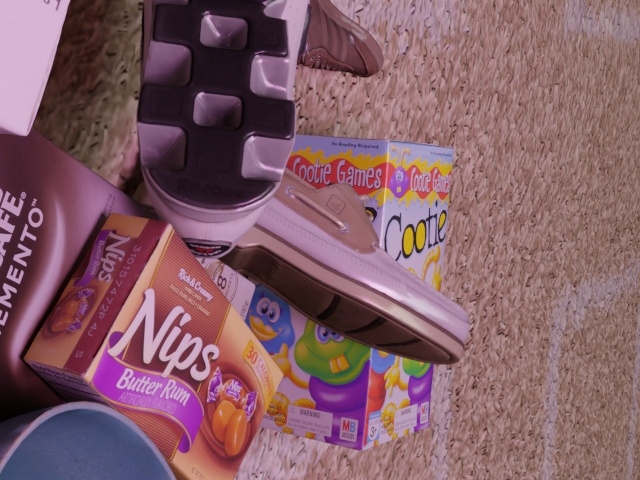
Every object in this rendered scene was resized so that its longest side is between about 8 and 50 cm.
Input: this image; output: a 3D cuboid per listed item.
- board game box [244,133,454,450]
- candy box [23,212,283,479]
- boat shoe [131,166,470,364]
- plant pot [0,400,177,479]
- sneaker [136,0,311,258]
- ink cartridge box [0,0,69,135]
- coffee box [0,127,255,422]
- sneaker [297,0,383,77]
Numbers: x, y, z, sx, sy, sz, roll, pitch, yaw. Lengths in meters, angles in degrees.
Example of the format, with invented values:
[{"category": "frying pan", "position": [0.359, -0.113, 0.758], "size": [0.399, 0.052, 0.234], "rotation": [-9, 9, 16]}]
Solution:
[{"category": "board game box", "position": [0.024, 0.041, 1.064], "size": [0.142, 0.144, 0.275], "rotation": [-1, 97, -59]}, {"category": "candy box", "position": [-0.098, 0.081, 0.715], "size": [0.109, 0.053, 0.187], "rotation": [-63, 147, -27]}, {"category": "boat shoe", "position": [0.000, 0.000, 0.911], "size": [0.302, 0.113, 0.103], "rotation": [29, 67, -14]}, {"category": "plant pot", "position": [-0.193, 0.245, 0.592], "size": [0.290, 0.195, 0.290], "rotation": [-12, 90, -75]}, {"category": "sneaker", "position": [-0.067, -0.143, 0.760], "size": [0.146, 0.122, 0.331], "rotation": [112, -12, -66]}, {"category": "ink cartridge box", "position": [-0.245, -0.118, 0.492], "size": [0.160, 0.219, 0.093], "rotation": [30, 70, -58]}, {"category": "coffee box", "position": [-0.182, 0.048, 0.736], "size": [0.297, 0.118, 0.168], "rotation": [40, 63, -56]}, {"category": "sneaker", "position": [-0.009, -0.190, 1.054], "size": [0.188, 0.066, 0.071], "rotation": [35, 83, -51]}]
